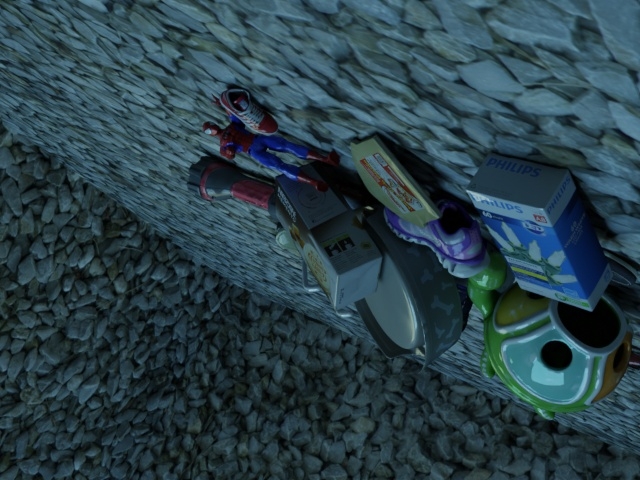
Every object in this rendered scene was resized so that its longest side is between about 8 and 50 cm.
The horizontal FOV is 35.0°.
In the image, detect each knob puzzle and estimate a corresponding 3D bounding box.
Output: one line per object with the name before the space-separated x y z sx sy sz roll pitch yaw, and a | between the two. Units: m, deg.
knob puzzle | 0.122 -0.102 1.719 0.213 0.030 0.213 43 166 14

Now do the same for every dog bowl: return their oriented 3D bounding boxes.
dog bowl | 0.152 0.082 1.966 0.349 0.102 0.349 56 160 33

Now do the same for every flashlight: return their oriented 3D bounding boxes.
flashlight | -0.165 -0.107 2.298 0.304 0.103 0.103 22 165 34

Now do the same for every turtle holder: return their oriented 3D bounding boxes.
turtle holder | 0.417 0.144 1.813 0.320 0.243 0.227 65 161 17

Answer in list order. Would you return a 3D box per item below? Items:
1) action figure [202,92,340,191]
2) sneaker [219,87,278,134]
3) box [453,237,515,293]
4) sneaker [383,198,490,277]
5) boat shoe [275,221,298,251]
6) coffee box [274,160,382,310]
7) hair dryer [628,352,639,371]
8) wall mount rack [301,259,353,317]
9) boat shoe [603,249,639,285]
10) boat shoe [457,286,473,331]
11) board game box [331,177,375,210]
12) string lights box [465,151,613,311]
action figure | -0.117 -0.180 1.859 0.280 0.091 0.139 21 174 26
sneaker | -0.122 -0.226 1.776 0.118 0.042 0.067 32 172 -10
box | 0.291 0.046 1.964 0.126 0.072 0.137 14 162 49
sneaker | 0.202 -0.036 1.772 0.236 0.095 0.104 37 150 40
boat shoe | 0.000 0.000 2.493 0.227 0.081 0.069 19 -143 -17
coffee box | 0.012 -0.012 1.923 0.246 0.098 0.141 58 162 26
hair dryer | 0.587 0.219 2.134 0.293 0.080 0.223 27 155 -27
wall mount rack | 0.135 0.080 2.410 0.304 0.130 0.350 -16 153 19
boat shoe | 0.411 0.038 1.645 0.206 0.065 0.075 24 169 18
boat shoe | 0.180 0.060 2.170 0.340 0.127 0.158 25 134 9
board game box | 0.068 -0.062 2.130 0.145 0.027 0.281 21 168 25
string lights box | 0.326 -0.011 1.488 0.133 0.077 0.260 18 156 41
